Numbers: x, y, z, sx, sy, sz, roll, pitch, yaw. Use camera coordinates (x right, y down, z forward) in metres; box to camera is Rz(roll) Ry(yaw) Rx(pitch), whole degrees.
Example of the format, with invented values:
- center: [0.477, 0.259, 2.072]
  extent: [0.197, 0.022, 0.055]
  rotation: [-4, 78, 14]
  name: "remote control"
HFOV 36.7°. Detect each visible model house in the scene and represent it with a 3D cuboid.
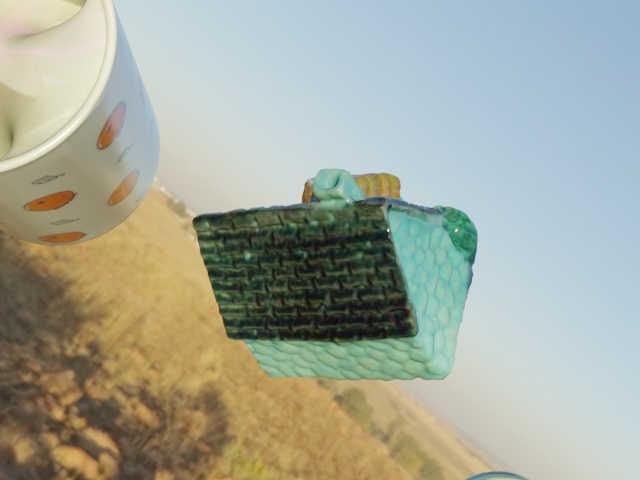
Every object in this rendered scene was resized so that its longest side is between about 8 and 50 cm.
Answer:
- center: [0.000, 0.000, 1.026]
  extent: [0.261, 0.226, 0.241]
  rotation: [-5, -37, 30]
  name: "model house"

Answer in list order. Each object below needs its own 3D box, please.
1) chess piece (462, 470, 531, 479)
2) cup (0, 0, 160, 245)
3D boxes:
- center: [0.250, 0.442, 1.453]
  extent: [0.194, 0.194, 0.299]
  rotation: [39, -8, 7]
  name: "chess piece"
- center: [-0.261, -0.114, 0.864]
  extent: [0.212, 0.212, 0.317]
  rotation: [39, -11, 7]
  name: "cup"
